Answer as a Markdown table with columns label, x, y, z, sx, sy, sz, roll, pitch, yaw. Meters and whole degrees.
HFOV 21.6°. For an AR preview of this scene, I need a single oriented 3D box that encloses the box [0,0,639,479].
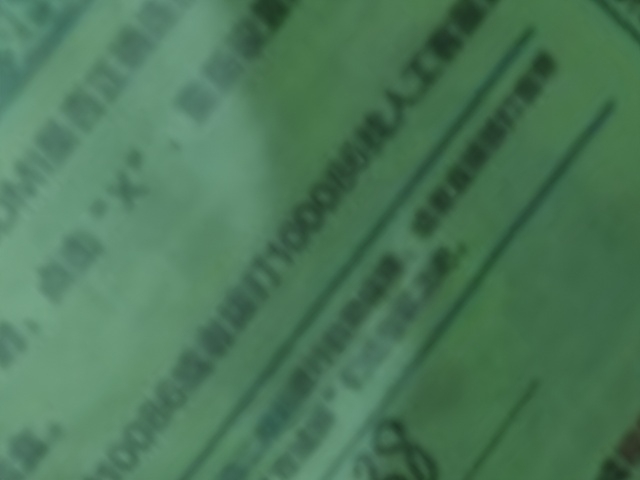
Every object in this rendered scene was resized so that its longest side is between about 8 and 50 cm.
| label | x | y | z | sx | sy | sz | roll | pitch | yaw |
| --- | --- | --- | --- | --- | --- | --- | --- | --- | --- |
| box | 0.000 | -0.001 | 0.406 | 0.396 | 0.111 | 0.396 | 40 | 83 | -20 |
